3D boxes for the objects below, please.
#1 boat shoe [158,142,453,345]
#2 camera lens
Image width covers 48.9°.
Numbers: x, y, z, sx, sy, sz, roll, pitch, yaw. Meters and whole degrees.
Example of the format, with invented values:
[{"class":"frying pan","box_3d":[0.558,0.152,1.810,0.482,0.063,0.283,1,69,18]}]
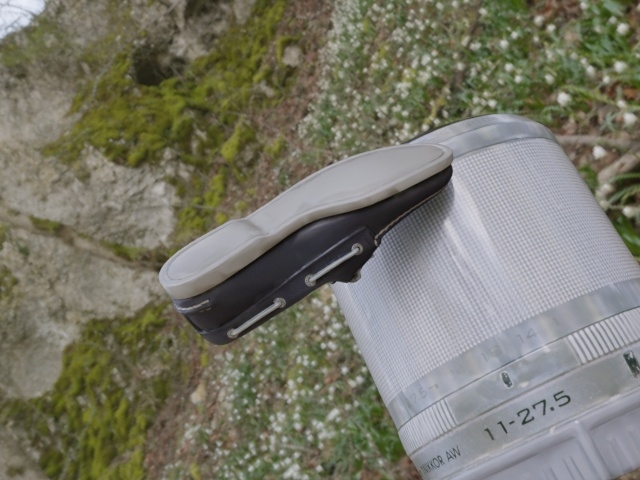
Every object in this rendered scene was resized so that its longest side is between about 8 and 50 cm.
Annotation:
[{"class":"boat shoe","box_3d":[0.000,0.000,0.463,0.206,0.064,0.075,-27,26,-9]},{"class":"camera lens","box_3d":[0.137,0.057,0.554,0.220,0.274,0.219,-22,-22,-9]}]
